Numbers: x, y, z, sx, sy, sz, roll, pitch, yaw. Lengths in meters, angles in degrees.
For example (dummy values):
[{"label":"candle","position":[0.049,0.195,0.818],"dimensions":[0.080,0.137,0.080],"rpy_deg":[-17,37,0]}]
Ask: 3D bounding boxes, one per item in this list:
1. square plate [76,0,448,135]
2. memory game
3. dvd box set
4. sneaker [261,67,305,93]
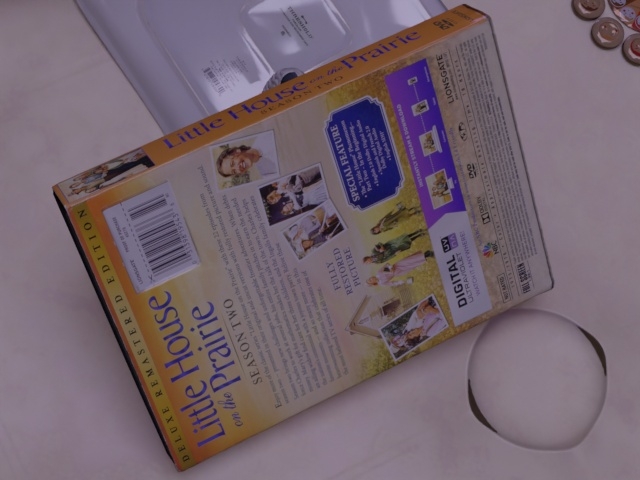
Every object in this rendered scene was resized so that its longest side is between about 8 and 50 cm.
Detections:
[{"label":"square plate","position":[-0.027,-0.212,1.526],"dimensions":[0.344,0.049,0.347],"rpy_deg":[-31,79,-15]},{"label":"memory game","position":[0.365,-0.277,1.615],"dimensions":[0.186,0.012,0.186],"rpy_deg":[2,73,-7]},{"label":"dvd box set","position":[0.000,0.000,1.358],"dimensions":[0.420,0.062,0.307],"rpy_deg":[-26,120,-12]},{"label":"sneaker","position":[0.031,-0.071,1.433],"dimensions":[0.153,0.094,0.234],"rpy_deg":[-21,109,-24]}]
